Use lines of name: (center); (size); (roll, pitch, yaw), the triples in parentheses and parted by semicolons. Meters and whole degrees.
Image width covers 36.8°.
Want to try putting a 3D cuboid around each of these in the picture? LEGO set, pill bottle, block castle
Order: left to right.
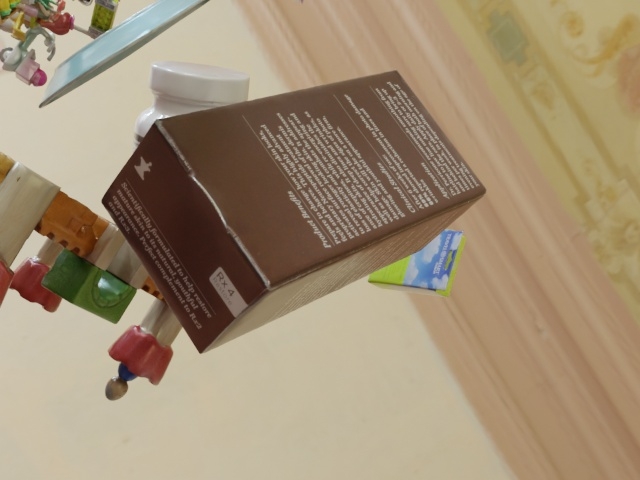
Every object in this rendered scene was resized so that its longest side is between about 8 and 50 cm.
block castle: (-0.376, 0.030, 1.195); (0.303, 0.212, 0.453); (29, -7, 25)
LEGO set: (-0.275, -0.237, 0.992); (0.107, 0.132, 0.287); (24, -6, -11)
pill bottle: (-0.228, -0.121, 1.696); (0.210, 0.210, 0.362); (24, -69, 44)

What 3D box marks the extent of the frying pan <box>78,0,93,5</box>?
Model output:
frying pan: (-0.378, -0.417, 1.451); (0.197, 0.053, 0.326); (59, -20, 11)

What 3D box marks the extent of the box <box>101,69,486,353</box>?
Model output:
box: (-0.011, -0.046, 1.010); (0.143, 0.381, 0.191); (-44, -106, 39)

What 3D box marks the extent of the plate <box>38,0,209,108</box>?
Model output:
plate: (-0.178, -0.178, 0.859); (0.188, 0.188, 0.024); (-13, -65, 55)

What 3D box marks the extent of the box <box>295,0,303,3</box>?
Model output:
box: (-0.137, -0.663, 2.080); (0.293, 0.057, 0.200); (23, -87, 1)

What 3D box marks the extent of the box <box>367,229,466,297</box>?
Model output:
box: (0.167, 0.033, 1.611); (0.178, 0.042, 0.109); (6, -106, 48)
